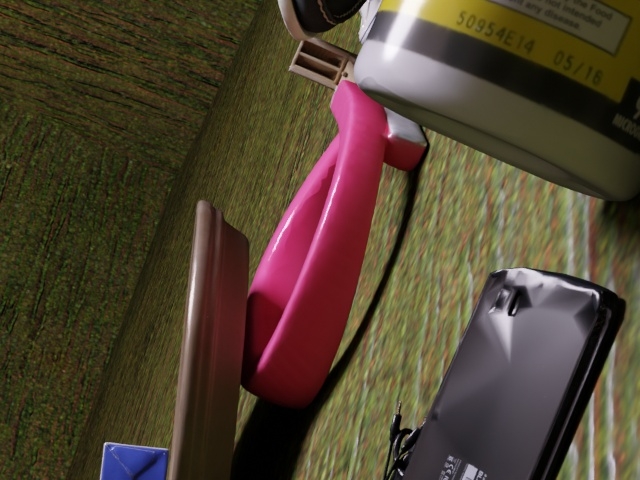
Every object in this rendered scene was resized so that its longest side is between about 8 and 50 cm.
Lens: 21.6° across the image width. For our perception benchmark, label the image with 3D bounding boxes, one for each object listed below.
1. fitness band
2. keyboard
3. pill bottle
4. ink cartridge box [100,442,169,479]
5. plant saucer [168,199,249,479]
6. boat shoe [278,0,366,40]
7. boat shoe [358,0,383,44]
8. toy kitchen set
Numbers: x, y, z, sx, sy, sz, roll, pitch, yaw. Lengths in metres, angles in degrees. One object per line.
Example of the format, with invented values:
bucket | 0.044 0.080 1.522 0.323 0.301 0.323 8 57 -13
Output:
fitness band | 0.000 0.000 1.148 0.291 0.054 0.209 -98 32 -76
keyboard | 0.056 0.102 0.634 0.100 0.038 0.192 22 87 58
pill bottle | 0.104 -0.130 0.622 0.119 0.119 0.208 -147 81 -82
ink cartridge box | -0.135 0.212 1.167 0.207 0.046 0.097 107 168 -69
plant saucer | -0.081 0.111 1.160 0.278 0.041 0.278 -174 90 -84
boat shoe | 0.059 -0.289 1.391 0.340 0.113 0.127 -63 -33 -46
boat shoe | 0.045 -0.219 1.525 0.035 0.035 0.100 127 165 -57
toy kitchen set | 0.007 -0.116 1.341 0.083 0.075 0.068 -84 18 -77
